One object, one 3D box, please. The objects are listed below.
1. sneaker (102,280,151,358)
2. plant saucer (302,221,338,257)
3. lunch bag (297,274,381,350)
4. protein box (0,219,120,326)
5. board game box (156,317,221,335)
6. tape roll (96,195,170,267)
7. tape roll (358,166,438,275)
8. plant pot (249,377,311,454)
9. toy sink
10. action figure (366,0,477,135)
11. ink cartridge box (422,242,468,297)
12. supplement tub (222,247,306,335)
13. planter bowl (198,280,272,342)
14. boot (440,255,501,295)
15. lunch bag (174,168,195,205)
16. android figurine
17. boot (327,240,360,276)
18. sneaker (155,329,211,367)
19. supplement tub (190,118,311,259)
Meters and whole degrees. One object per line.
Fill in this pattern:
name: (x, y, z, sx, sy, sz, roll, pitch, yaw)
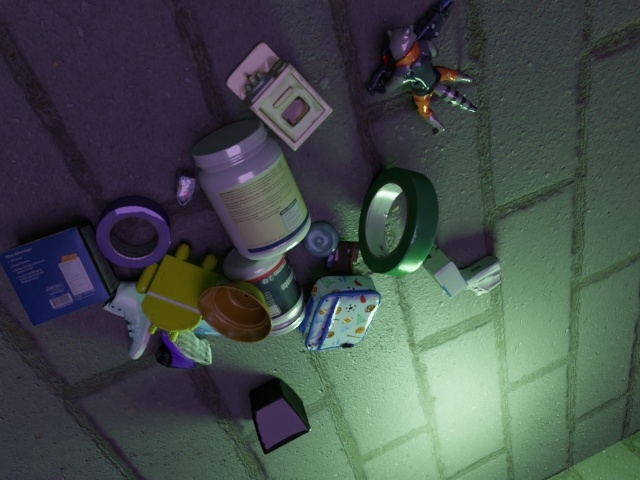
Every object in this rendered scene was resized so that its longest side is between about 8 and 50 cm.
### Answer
sneaker: (-0.582, 0.232, 1.358, 0.151, 0.094, 0.256, 12, 102, -31)
plant saucer: (0.000, 0.000, 1.463, 0.119, 0.021, 0.120, 0, 102, 2)
lunch bag: (0.055, 0.252, 1.521, 0.243, 0.115, 0.304, -2, 130, -23)
protein box: (-0.677, 0.080, 1.191, 0.199, 0.136, 0.201, -21, 103, -8)
board game box: (-0.380, 0.265, 1.444, 0.281, 0.027, 0.145, 10, 147, -24)
tape roll: (-0.516, -0.023, 1.259, 0.188, 0.080, 0.189, -8, 118, -15)
tape roll: (0.224, -0.055, 1.364, 0.077, 0.321, 0.321, 8, 113, -24)
plant pot: (-0.167, 0.627, 1.670, 0.187, 0.188, 0.167, -27, 110, -5)
toy sink: (-0.109, -0.378, 1.190, 0.153, 0.131, 0.234, -45, 121, 6)
action figure: (0.316, -0.497, 1.261, 0.330, 0.178, 0.341, 24, 108, -38)
ink cartridge box: (0.413, 0.089, 1.584, 0.082, 0.191, 0.140, -39, 122, 5)
supplement tub: (-0.166, 0.141, 1.403, 0.191, 0.191, 0.272, -25, 122, -6)
planter bowl: (-0.222, 0.180, 1.267, 0.217, 0.090, 0.217, 10, 128, 12)
boot: (0.587, 0.168, 1.742, 0.258, 0.095, 0.123, -25, 115, -7)
lunch bag: (-0.375, -0.146, 1.251, 0.053, 0.071, 0.083, 10, 110, -28)
android figurine: (-0.403, 0.150, 1.309, 0.248, 0.056, 0.273, 21, 71, -8)
boot: (0.063, 0.090, 1.544, 0.106, 0.082, 0.219, 10, 118, 0)
sneaker: (-0.455, 0.343, 1.415, 0.146, 0.102, 0.293, -14, 147, 2)
supplement tub: (-0.184, -0.136, 1.228, 0.235, 0.235, 0.325, -26, 122, -5)
